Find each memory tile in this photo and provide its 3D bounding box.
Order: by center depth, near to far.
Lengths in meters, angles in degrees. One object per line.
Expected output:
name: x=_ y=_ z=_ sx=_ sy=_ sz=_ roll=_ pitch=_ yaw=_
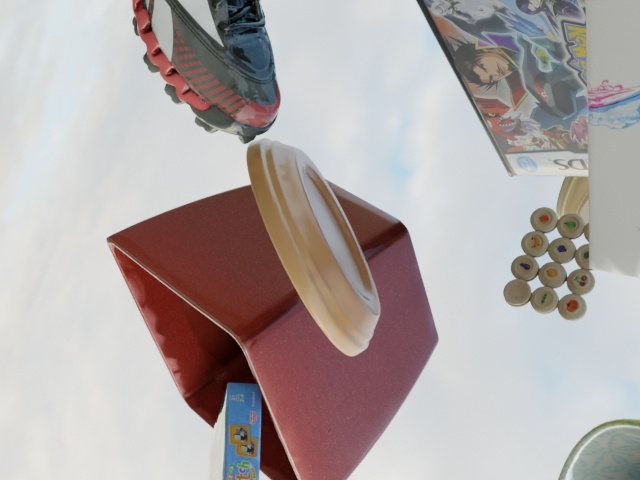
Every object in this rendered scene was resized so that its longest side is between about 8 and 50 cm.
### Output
memory tile: x=0.310 y=0.029 z=1.588 sx=0.113 sy=0.012 sz=0.148 roll=15 pitch=-109 yaw=23

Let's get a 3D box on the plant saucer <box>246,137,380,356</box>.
plant saucer: x=0.000 y=0.000 z=1.019 sx=0.037 sy=0.200 sz=0.200 roll=-25 pitch=-141 yaw=9

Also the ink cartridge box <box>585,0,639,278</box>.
ink cartridge box: x=0.263 y=-0.128 z=0.791 sx=0.117 sy=0.201 sz=0.278 roll=9 pitch=-66 yaw=35

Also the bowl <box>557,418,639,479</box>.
bowl: x=0.309 y=0.275 z=0.926 sx=0.289 sy=0.156 sz=0.289 roll=179 pitch=-90 yaw=-73

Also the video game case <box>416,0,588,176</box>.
video game case: x=0.245 y=-0.170 z=1.219 sx=0.248 sy=0.275 sz=0.035 roll=4 pitch=-131 yaw=44

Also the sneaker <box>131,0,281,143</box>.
sneaker: x=-0.091 y=-0.214 z=0.944 sx=0.135 sy=0.098 sz=0.276 roll=-24 pitch=-90 yaw=40

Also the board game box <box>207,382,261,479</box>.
board game box: x=-0.086 y=0.266 z=1.174 sx=0.160 sy=0.039 sz=0.211 roll=111 pitch=-19 yaw=-58

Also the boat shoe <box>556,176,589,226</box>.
boat shoe: x=0.483 y=-0.136 z=1.814 sx=0.110 sy=0.122 sz=0.341 roll=51 pitch=-60 yaw=32

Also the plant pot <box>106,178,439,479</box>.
plant pot: x=-0.029 y=0.079 z=1.310 sx=0.236 sy=0.267 sz=0.267 roll=-36 pitch=-140 yaw=-22
